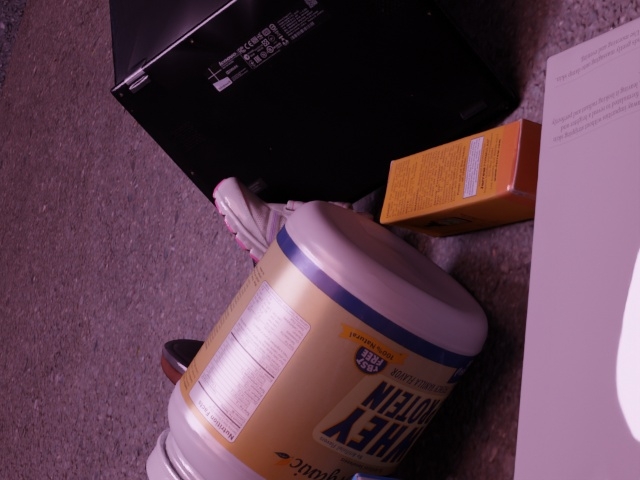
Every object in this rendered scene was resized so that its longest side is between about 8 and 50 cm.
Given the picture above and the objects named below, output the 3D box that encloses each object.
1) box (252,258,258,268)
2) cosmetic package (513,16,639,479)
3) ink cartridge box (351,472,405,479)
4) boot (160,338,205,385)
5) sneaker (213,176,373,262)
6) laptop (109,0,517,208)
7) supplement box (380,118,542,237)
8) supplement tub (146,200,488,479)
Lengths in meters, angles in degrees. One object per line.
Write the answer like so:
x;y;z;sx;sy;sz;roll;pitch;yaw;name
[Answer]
-0.045;0.006;1.902;0.116;0.029;0.162;-52;36;36;box
0.277;0.027;1.153;0.217;0.156;0.385;-17;63;59;cosmetic package
0.056;0.318;1.437;0.191;0.139;0.082;-57;34;32;ink cartridge box
-0.121;0.280;1.726;0.280;0.264;0.096;-60;-8;25;boot
0.000;0.000;1.648;0.111;0.252;0.103;-55;-2;3;sneaker
-0.030;-0.265;1.674;0.382;0.408;0.236;-30;19;35;laptop
0.154;-0.057;1.507;0.233;0.078;0.080;-17;62;58;supplement box
-0.008;0.145;1.494;0.316;0.228;0.228;-56;31;11;supplement tub
